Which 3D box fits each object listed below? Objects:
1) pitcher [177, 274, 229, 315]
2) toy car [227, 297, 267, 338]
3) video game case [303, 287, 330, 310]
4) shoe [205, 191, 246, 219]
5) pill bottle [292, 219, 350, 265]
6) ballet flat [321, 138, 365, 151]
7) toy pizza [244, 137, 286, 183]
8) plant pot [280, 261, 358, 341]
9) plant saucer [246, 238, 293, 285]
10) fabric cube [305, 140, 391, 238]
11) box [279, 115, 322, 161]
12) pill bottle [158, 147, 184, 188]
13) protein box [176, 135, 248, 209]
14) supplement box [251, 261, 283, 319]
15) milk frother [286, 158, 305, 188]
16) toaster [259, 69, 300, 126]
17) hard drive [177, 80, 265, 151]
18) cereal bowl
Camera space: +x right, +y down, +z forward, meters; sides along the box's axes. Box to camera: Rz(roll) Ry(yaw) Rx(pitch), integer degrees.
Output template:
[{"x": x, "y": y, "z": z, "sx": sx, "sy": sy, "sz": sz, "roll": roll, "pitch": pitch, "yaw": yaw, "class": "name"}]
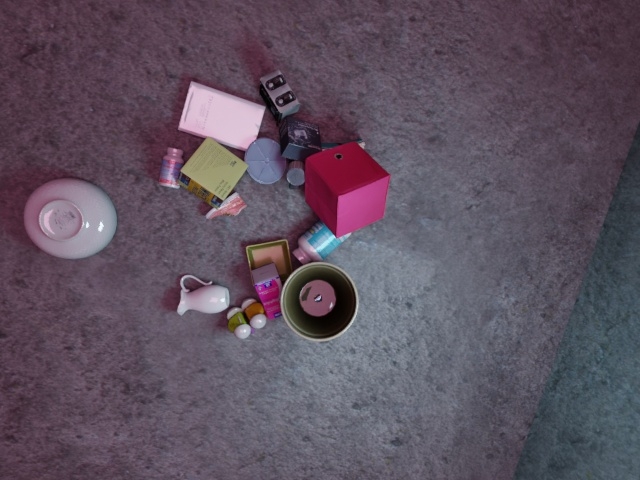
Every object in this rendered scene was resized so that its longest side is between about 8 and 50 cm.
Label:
[{"x": -0.512, "y": 0.233, "z": 1.834, "sx": 0.208, "sy": 0.125, "sz": 0.177, "roll": -4, "pitch": 82, "yaw": 0, "class": "pitcher"}, {"x": -0.321, "y": 0.361, "z": 1.883, "sx": 0.182, "sy": 0.159, "sz": 0.136, "roll": -33, "pitch": 138, "yaw": -7, "class": "toy car"}, {"x": 0.020, "y": 0.352, "z": 2.000, "sx": 0.201, "sy": 0.023, "sz": 0.183, "roll": -39, "pitch": 103, "yaw": -4, "class": "video game case"}, {"x": -0.411, "y": -0.130, "z": 1.830, "sx": 0.178, "sy": 0.063, "sz": 0.081, "roll": -38, "pitch": 97, "yaw": -10, "class": "shoe"}, {"x": 0.000, "y": 0.000, "z": 1.889, "sx": 0.264, "sy": 0.146, "sz": 0.146, "roll": -42, "pitch": 103, "yaw": -5, "class": "pill bottle"}, {"x": 0.086, "y": -0.406, "z": 1.895, "sx": 0.241, "sy": 0.091, "sz": 0.077, "roll": -8, "pitch": 121, "yaw": -7, "class": "ballet flat"}, {"x": -0.242, "y": -0.348, "z": 1.835, "sx": 0.202, "sy": 0.032, "sz": 0.201, "roll": -4, "pitch": 97, "yaw": -35, "class": "toy pizza"}, {"x": -0.009, "y": 0.256, "z": 1.832, "sx": 0.324, "sy": 0.280, "sz": 0.322, "roll": 0, "pitch": 86, "yaw": -2, "class": "plant pot"}, {"x": -0.231, "y": 0.098, "z": 1.905, "sx": 0.189, "sy": 0.045, "sz": 0.188, "roll": -10, "pitch": 99, "yaw": -10, "class": "plant saucer"}, {"x": 0.105, "y": -0.215, "z": 1.757, "sx": 0.254, "sy": 0.258, "sz": 0.258, "roll": -23, "pitch": 144, "yaw": -20, "class": "fabric cube"}, {"x": -0.086, "y": -0.429, "z": 1.796, "sx": 0.156, "sy": 0.093, "sz": 0.158, "roll": 9, "pitch": 58, "yaw": -26, "class": "box"}, {"x": -0.620, "y": -0.303, "z": 1.754, "sx": 0.087, "sy": 0.087, "sz": 0.160, "roll": 11, "pitch": 94, "yaw": -13, "class": "pill bottle"}, {"x": -0.447, "y": -0.276, "z": 1.737, "sx": 0.201, "sy": 0.136, "sz": 0.199, "roll": 35, "pitch": 65, "yaw": -13, "class": "protein box"}, {"x": -0.214, "y": 0.225, "z": 1.850, "sx": 0.111, "sy": 0.113, "sz": 0.219, "roll": -20, "pitch": 126, "yaw": -5, "class": "supplement box"}, {"x": -0.072, "y": -0.293, "z": 1.840, "sx": 0.143, "sy": 0.134, "sz": 0.129, "roll": 0, "pitch": 128, "yaw": 0, "class": "milk frother"}, {"x": -0.177, "y": -0.601, "z": 1.774, "sx": 0.110, "sy": 0.186, "sz": 0.167, "roll": -31, "pitch": 94, "yaw": -9, "class": "toaster"}, {"x": -0.419, "y": -0.523, "z": 1.793, "sx": 0.319, "sy": 0.040, "sz": 0.210, "roll": 16, "pitch": 94, "yaw": -13, "class": "hard drive"}, {"x": -1.011, "y": -0.085, "z": 1.674, "sx": 0.340, "sy": 0.141, "sz": 0.338, "roll": -1, "pitch": 97, "yaw": -11, "class": "cereal bowl"}]
